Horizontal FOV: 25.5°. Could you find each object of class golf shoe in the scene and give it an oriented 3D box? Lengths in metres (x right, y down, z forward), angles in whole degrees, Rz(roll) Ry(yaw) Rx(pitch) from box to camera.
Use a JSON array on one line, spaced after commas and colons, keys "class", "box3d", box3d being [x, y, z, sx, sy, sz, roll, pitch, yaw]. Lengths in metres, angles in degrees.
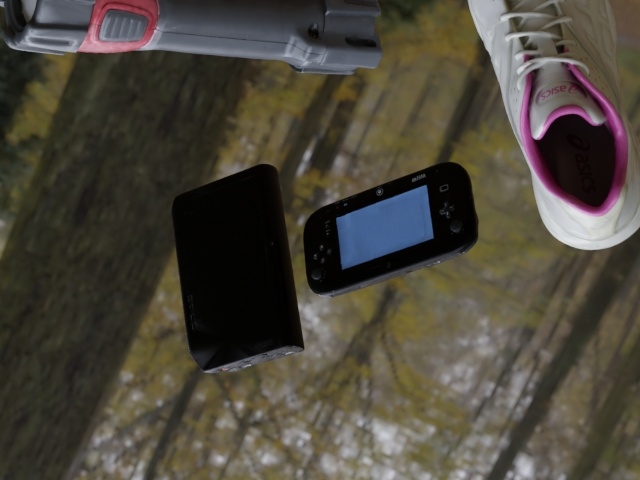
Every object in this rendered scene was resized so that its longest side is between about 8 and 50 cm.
[{"class": "golf shoe", "box3d": [0.192, -0.144, 1.139, 0.140, 0.115, 0.306, 6, -116, -78]}]

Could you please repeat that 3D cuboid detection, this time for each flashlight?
[{"class": "flashlight", "box3d": [-0.101, -0.191, 1.142, 0.304, 0.103, 0.103, -1, 179, -33]}]

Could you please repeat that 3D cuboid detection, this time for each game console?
[{"class": "game console", "box3d": [0.000, 0.000, 1.508, 0.361, 0.213, 0.044, -19, 159, 26]}]
